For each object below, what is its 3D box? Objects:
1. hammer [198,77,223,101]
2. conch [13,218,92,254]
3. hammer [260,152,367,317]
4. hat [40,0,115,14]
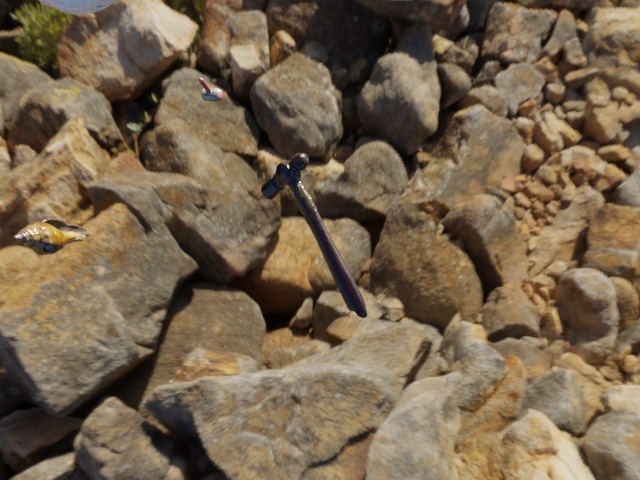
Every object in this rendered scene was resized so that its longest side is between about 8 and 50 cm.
[{"bbox_3d":[-0.257,-0.346,1.608,0.052,0.083,0.031,5,70,18],"label":"hammer"},{"bbox_3d":[-0.647,-0.007,1.692,0.086,0.233,0.080,43,97,2],"label":"conch"},{"bbox_3d":[0.000,0.000,0.706,0.065,0.021,0.178,-35,79,35],"label":"hammer"},{"bbox_3d":[-0.219,-0.290,0.650,0.203,0.203,0.126,9,53,-1],"label":"hat"}]
